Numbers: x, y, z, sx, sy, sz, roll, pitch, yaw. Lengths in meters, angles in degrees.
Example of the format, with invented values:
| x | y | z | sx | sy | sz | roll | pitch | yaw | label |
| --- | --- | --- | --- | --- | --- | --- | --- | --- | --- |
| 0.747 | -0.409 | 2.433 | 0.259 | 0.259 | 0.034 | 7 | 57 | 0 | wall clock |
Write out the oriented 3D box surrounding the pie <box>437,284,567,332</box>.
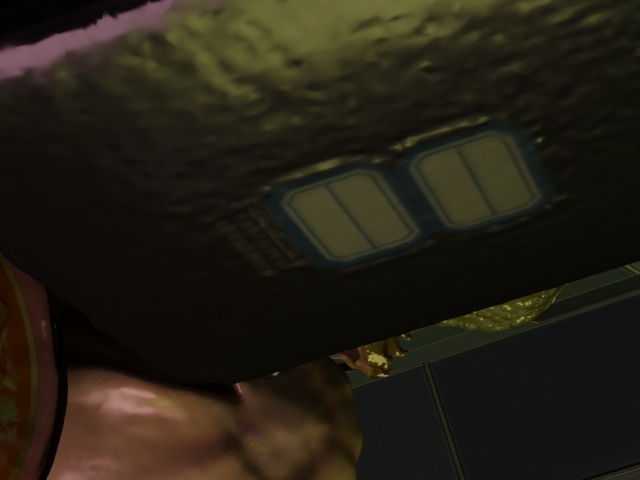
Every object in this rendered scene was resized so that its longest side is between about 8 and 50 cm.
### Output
| x | y | z | sx | sy | sz | roll | pitch | yaw | label |
| --- | --- | --- | --- | --- | --- | --- | --- | --- | --- |
| 0.167 | 0.032 | 1.698 | 0.257 | 0.105 | 0.274 | -2 | 164 | -26 | pie |

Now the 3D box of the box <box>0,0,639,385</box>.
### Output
| x | y | z | sx | sy | sz | roll | pitch | yaw | label |
| --- | --- | --- | --- | --- | --- | --- | --- | --- | --- |
| 0.012 | -0.050 | 0.741 | 0.350 | 0.091 | 0.359 | -18 | 148 | 16 | box |

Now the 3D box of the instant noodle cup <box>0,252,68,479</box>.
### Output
| x | y | z | sx | sy | sz | roll | pitch | yaw | label |
| --- | --- | --- | --- | --- | --- | --- | --- | --- | --- |
| -0.310 | 0.082 | 0.877 | 0.255 | 0.244 | 0.244 | -14 | 174 | 36 | instant noodle cup |

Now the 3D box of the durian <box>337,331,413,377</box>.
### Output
| x | y | z | sx | sy | sz | roll | pitch | yaw | label |
| --- | --- | --- | --- | --- | --- | --- | --- | --- | --- |
| 0.046 | -0.017 | 1.252 | 0.195 | 0.185 | 0.305 | -39 | 167 | -16 | durian |

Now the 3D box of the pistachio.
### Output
| x | y | z | sx | sy | sz | roll | pitch | yaw | label |
| --- | --- | --- | --- | --- | --- | --- | --- | --- | --- |
| -0.131 | 0.112 | 1.018 | 0.318 | 0.193 | 0.214 | 10 | 143 | 16 | pistachio |

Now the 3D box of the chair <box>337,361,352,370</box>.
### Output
| x | y | z | sx | sy | sz | roll | pitch | yaw | label |
| --- | --- | --- | --- | --- | --- | --- | --- | --- | --- |
| -0.035 | 0.138 | 1.914 | 0.229 | 0.106 | 0.113 | -19 | 169 | 13 | chair |
